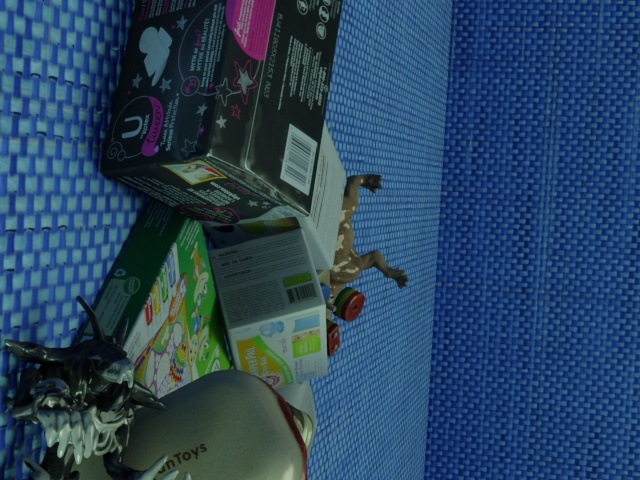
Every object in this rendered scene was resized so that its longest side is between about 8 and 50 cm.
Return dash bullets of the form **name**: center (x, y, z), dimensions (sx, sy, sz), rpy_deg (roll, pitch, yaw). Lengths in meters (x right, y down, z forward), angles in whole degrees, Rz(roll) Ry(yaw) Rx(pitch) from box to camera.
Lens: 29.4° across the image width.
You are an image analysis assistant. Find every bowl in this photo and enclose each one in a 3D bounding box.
- **bowl**: center (-0.043, 0.270, 1.782), dimensions (0.142, 0.053, 0.142), rpy_deg (-71, 159, -49)

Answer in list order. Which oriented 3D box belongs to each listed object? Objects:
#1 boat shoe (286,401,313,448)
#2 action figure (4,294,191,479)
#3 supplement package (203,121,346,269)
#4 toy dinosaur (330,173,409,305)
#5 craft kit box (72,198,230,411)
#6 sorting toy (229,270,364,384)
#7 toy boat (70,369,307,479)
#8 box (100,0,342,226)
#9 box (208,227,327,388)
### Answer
- **boat shoe**: center (-0.076, 0.318, 1.627), dimensions (0.073, 0.080, 0.224), rpy_deg (44, 54, -39)
- **action figure**: center (-0.183, 0.176, 0.955), dimensions (0.164, 0.141, 0.276), rpy_deg (31, 64, -39)
- **supplement package**: center (-0.065, -0.074, 1.408), dimensions (0.244, 0.139, 0.134), rpy_deg (62, 33, -63)
- **toy dinosaur**: center (0.000, 0.000, 1.777), dimensions (0.200, 0.127, 0.296), rpy_deg (-10, 87, -40)
- **craft kit box**: center (-0.165, 0.125, 1.232), dimensions (0.250, 0.061, 0.247), rpy_deg (-71, 163, -47)
- **sorting toy**: center (-0.024, 0.126, 1.602), dimensions (0.274, 0.046, 0.132), rpy_deg (-42, 146, -34)
- **toy boat**: center (-0.117, 0.227, 1.089), dimensions (0.151, 0.231, 0.151), rpy_deg (63, -2, 34)
- **box**: center (-0.090, -0.155, 1.180), dimensions (0.163, 0.142, 0.247), rpy_deg (30, 63, -48)
- **box**: center (-0.058, 0.089, 1.420), dimensions (0.203, 0.114, 0.103), rpy_deg (86, -12, -62)
